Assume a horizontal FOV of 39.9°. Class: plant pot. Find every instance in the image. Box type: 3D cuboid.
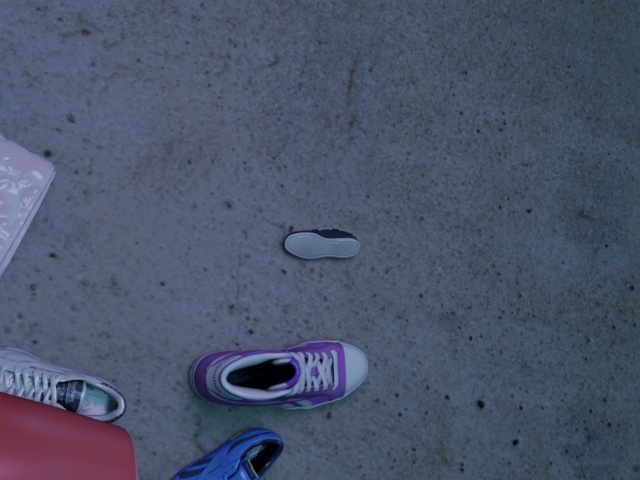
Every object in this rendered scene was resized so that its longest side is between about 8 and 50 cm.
[{"bbox_3d":[-0.358,0.303,1.021,0.243,0.275,0.274,12,77,-27],"label":"plant pot"}]

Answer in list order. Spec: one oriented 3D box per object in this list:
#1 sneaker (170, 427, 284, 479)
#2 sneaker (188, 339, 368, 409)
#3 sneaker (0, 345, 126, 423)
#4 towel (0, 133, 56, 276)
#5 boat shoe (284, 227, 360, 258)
[{"bbox_3d":[-0.140,0.334,1.230,0.209,0.082,0.069,-34,101,-25],"label":"sneaker"},{"bbox_3d":[-0.030,0.196,1.262,0.282,0.161,0.102,-3,83,-29],"label":"sneaker"},{"bbox_3d":[-0.365,0.187,1.129,0.235,0.095,0.090,15,78,-23],"label":"sneaker"},{"bbox_3d":[-0.528,-0.050,1.062,0.332,0.053,0.316,31,54,-22],"label":"towel"},{"bbox_3d":[0.000,0.000,1.373,0.125,0.038,0.046,1,124,-22],"label":"boat shoe"}]
